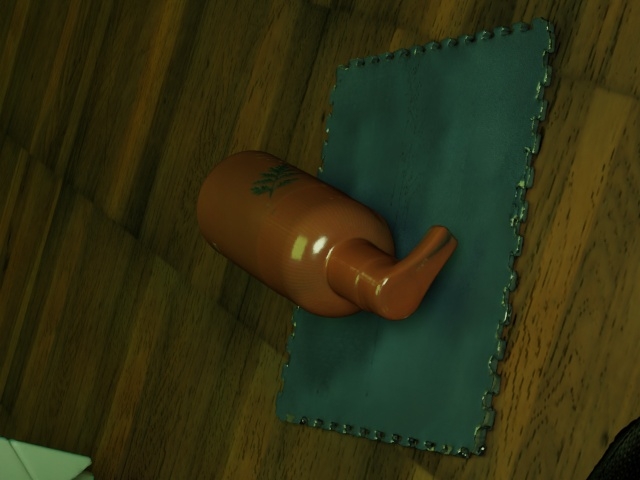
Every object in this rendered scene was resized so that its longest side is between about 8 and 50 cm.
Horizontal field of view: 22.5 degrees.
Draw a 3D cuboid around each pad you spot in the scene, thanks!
[{"bbox_3d":[0.053,-0.002,1.041,0.269,0.012,0.269,3,80,62],"label":"pad"}]

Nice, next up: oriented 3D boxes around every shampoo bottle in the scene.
[{"bbox_3d":[-0.002,0.002,1.045,0.244,0.085,0.085,26,102,60],"label":"shampoo bottle"}]

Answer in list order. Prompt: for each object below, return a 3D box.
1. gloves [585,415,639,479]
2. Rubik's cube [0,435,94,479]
[{"bbox_3d":[0.106,0.206,0.693,0.301,0.152,0.197,-33,38,20],"label":"gloves"},{"bbox_3d":[-0.304,0.273,1.338,0.213,0.265,0.224,-13,64,43],"label":"Rubik's cube"}]
